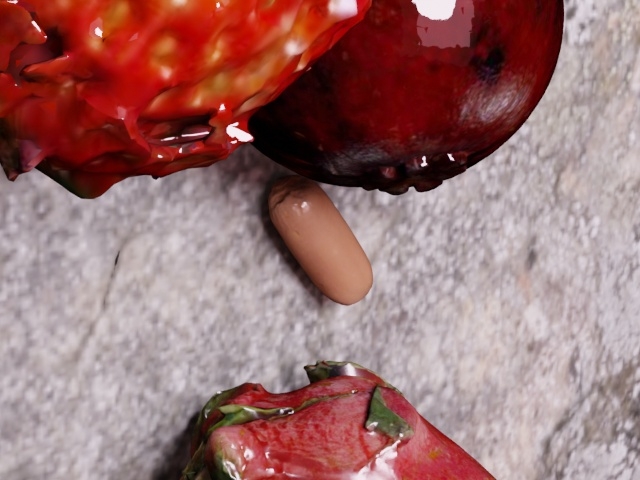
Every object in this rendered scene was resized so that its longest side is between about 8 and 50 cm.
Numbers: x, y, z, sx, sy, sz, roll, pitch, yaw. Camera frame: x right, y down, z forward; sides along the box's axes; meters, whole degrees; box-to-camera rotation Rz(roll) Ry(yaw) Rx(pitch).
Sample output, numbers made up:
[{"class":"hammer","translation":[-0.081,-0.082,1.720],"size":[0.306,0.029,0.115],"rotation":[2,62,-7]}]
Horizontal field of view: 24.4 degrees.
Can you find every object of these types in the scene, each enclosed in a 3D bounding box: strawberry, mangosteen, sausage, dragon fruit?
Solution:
[{"class":"strawberry","translation":[-0.068,-0.178,0.508],"size":[0.250,0.238,0.288],"rotation":[32,99,-30]},{"class":"mangosteen","translation":[0.024,-0.120,0.692],"size":[0.200,0.200,0.200],"rotation":[-13,110,-40]},{"class":"sausage","translation":[0.000,0.000,0.783],"size":[0.034,0.034,0.083],"rotation":[-50,129,-21]},{"class":"dragon fruit","translation":[0.005,0.190,0.764],"size":[0.200,0.198,0.269],"rotation":[12,125,-10]}]
